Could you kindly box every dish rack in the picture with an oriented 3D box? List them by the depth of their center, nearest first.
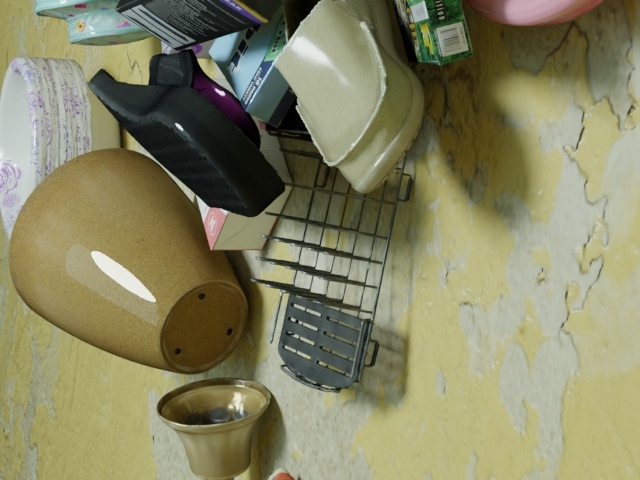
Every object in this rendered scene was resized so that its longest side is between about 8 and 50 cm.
[{"bbox_3d":[0.000,0.000,1.310,0.208,0.074,0.272,14,93,66],"label":"dish rack"}]

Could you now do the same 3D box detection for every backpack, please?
[{"bbox_3d":[-0.283,-0.327,1.834,0.166,0.188,0.145,-171,83,-65],"label":"backpack"}]

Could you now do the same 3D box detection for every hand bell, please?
[{"bbox_3d":[-0.105,0.288,1.562,0.126,0.126,0.242,-148,49,-62],"label":"hand bell"}]

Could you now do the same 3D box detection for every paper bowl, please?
[{"bbox_3d":[-0.395,-0.133,2.125,0.284,0.148,0.284,-179,90,-65],"label":"paper bowl"}]

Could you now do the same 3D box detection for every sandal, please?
[{"bbox_3d":[-0.115,-0.115,1.384,0.107,0.167,0.445,-45,22,-8],"label":"sandal"}]

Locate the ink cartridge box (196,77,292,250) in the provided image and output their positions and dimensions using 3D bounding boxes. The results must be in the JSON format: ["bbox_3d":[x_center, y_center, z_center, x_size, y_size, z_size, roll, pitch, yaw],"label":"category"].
[{"bbox_3d":[-0.100,-0.100,1.567,0.115,0.067,0.198,117,145,-44],"label":"ink cartridge box"}]

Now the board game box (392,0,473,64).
[{"bbox_3d":[0.073,-0.203,1.075,0.260,0.030,0.136,-100,-2,-82],"label":"board game box"}]

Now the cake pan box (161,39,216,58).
[{"bbox_3d":[-0.136,-0.377,1.659,0.267,0.070,0.246,135,133,-57],"label":"cake pan box"}]

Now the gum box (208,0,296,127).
[{"bbox_3d":[-0.040,-0.215,1.383,0.157,0.041,0.184,-57,27,14],"label":"gum box"}]

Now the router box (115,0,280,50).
[{"bbox_3d":[-0.054,-0.336,1.301,0.309,0.081,0.243,-63,22,-10],"label":"router box"}]

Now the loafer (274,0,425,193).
[{"bbox_3d":[0.013,-0.138,1.153,0.102,0.092,0.269,-53,28,26],"label":"loafer"}]

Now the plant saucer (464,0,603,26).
[{"bbox_3d":[0.175,-0.310,0.945,0.332,0.084,0.332,180,90,-66],"label":"plant saucer"}]

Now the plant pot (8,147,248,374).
[{"bbox_3d":[-0.200,0.045,1.638,0.254,0.237,0.237,33,120,45],"label":"plant pot"}]

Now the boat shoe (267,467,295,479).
[{"bbox_3d":[-0.052,0.302,1.472,0.043,0.049,0.137,-120,41,-54],"label":"boat shoe"}]
